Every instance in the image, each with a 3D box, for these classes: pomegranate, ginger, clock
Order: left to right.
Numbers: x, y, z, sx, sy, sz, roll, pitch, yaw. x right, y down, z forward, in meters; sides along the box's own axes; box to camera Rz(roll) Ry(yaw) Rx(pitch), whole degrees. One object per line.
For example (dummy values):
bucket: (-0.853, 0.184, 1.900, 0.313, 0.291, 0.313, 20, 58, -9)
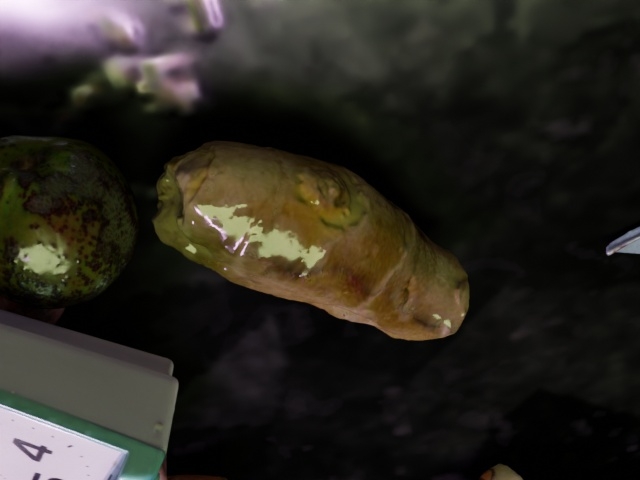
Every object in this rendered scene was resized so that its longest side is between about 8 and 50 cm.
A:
clock: (-0.239, 0.135, 0.623, 0.231, 0.116, 0.262, 23, 137, -12)
pomegranate: (-0.204, 0.002, 0.616, 0.163, 0.138, 0.125, -61, 157, 3)
ginger: (0.000, 0.000, 0.681, 0.263, 0.109, 0.116, 26, 97, -30)

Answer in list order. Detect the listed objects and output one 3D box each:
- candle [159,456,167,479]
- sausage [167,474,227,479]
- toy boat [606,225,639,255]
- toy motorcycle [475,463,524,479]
candle: (-0.313, 0.214, 0.792, 0.317, 0.131, 0.287, -34, 112, -2)
sausage: (-0.235, 0.297, 0.925, 0.302, 0.103, 0.076, -9, 102, -1)
toy boat: (0.318, -0.005, 0.787, 0.122, 0.034, 0.096, -20, 133, 21)
toy motorcycle: (0.307, 0.381, 1.015, 0.409, 0.237, 0.169, 5, 174, -11)
